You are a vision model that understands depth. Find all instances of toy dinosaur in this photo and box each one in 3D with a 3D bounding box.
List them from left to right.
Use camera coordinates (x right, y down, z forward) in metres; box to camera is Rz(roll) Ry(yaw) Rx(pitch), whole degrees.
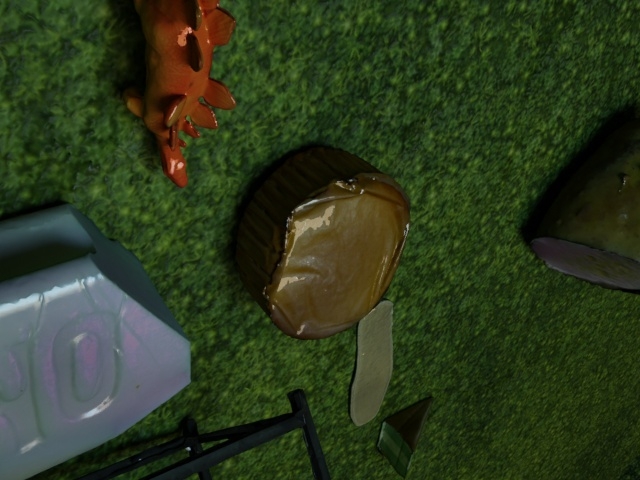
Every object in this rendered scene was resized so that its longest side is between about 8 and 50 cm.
[{"bbox_3d":[-0.107,-0.151,0.579,0.070,0.117,0.288,-23,137,-29],"label":"toy dinosaur"}]

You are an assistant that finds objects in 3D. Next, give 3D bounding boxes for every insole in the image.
[{"bbox_3d":[0.076,0.181,1.112,0.081,0.011,0.248,-24,135,-28],"label":"insole"}]

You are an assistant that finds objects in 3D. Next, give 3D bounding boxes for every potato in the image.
[{"bbox_3d":[0.474,-0.067,1.167,0.229,0.229,0.266,39,75,-52],"label":"potato"}]

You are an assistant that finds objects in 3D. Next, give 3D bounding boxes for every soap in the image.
[{"bbox_3d":[-0.281,0.104,0.620,0.346,0.115,0.208,-19,133,-33],"label":"soap"}]

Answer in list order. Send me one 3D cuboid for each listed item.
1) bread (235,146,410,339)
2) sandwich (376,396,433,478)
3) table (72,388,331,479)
[{"bbox_3d":[0.001,0.000,0.820,0.199,0.104,0.199,-21,130,-27],"label":"bread"},{"bbox_3d":[0.161,0.321,1.257,0.116,0.074,0.074,-17,132,-34],"label":"sandwich"},{"bbox_3d":[-0.160,0.331,0.716,0.335,0.272,0.222,-11,171,-46],"label":"table"}]
